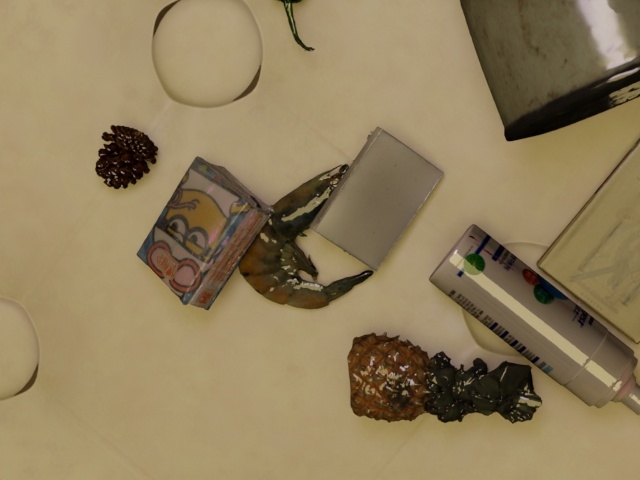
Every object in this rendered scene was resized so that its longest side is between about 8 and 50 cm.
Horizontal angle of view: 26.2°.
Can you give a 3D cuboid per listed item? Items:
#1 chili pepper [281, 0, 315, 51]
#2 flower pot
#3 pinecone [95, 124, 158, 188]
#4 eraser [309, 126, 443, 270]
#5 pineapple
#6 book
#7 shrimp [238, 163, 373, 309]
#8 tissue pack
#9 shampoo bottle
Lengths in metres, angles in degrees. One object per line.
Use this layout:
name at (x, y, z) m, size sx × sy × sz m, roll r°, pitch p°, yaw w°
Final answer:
chili pepper at (-0.026, -0.375, 1.656) m, size 0.122 × 0.065 × 0.279 m, roll 16°, pitch 97°, yaw 11°
flower pot at (0.283, -0.312, 1.510) m, size 0.293 × 0.293 × 0.330 m, roll -21°, pitch 87°, yaw 12°
pinecone at (-0.246, -0.103, 1.731) m, size 0.077 × 0.077 × 0.083 m, roll 29°, pitch 112°, yaw 5°
eraser at (0.068, -0.050, 1.676) m, size 0.104 × 0.023 × 0.150 m, roll 33°, pitch 93°, yaw -22°
pineapple at (0.151, 0.177, 1.679) m, size 0.237 × 0.119 × 0.111 m, roll 5°, pitch 112°, yaw 8°
book at (0.394, -0.008, 1.654) m, size 0.161 × 0.026 × 0.231 m, roll 38°, pitch 102°, yaw 3°
shrimp at (0.000, 0.000, 1.719) m, size 0.217 × 0.051 × 0.150 m, roll -38°, pitch 97°, yaw 16°
tissue pack at (-0.146, -0.009, 1.711) m, size 0.115 × 0.065 × 0.155 m, roll 42°, pitch 103°, yaw 36°
shampoo bottle at (0.275, 0.107, 1.658) m, size 0.303 × 0.092 × 0.092 m, roll 38°, pitch 103°, yaw 4°
